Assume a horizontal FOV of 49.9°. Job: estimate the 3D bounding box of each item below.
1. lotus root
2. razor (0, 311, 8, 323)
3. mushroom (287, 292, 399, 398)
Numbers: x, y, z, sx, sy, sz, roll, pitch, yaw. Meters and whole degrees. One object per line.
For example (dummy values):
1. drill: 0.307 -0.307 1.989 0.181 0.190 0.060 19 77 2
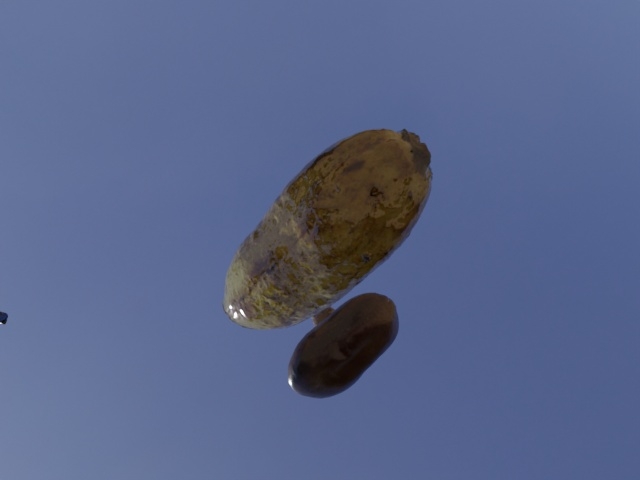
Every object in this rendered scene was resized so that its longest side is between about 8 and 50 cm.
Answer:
1. lotus root: 0.000 0.000 0.630 0.110 0.258 0.097 48 -153 8
2. razor: -0.505 0.048 0.906 0.093 0.324 0.056 17 -107 0
3. mushroom: 0.012 0.158 1.241 0.227 0.148 0.217 -38 -145 -7
